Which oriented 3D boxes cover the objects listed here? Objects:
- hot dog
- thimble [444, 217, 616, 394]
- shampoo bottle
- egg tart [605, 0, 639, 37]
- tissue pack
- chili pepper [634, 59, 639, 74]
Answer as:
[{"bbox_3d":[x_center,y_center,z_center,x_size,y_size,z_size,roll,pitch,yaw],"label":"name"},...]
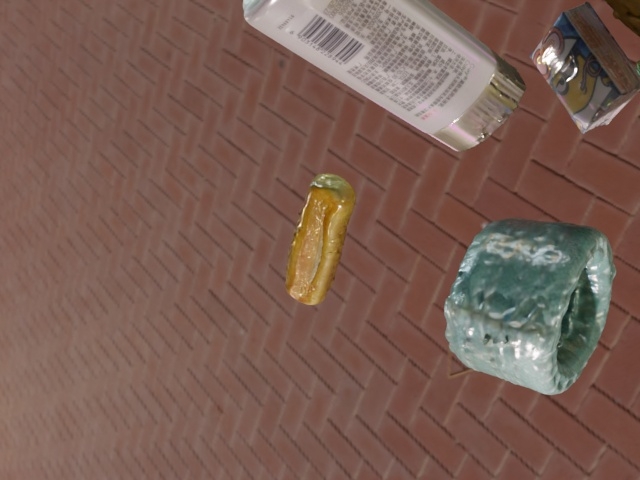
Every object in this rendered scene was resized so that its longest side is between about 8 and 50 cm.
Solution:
[{"bbox_3d":[0.000,0.003,1.111,0.088,0.061,0.286,36,146,9],"label":"hot dog"},{"bbox_3d":[0.255,0.075,0.918,0.143,0.235,0.198,13,115,35],"label":"thimble"},{"bbox_3d":[0.056,-0.149,0.581,0.086,0.227,0.056,-45,36,31],"label":"shampoo bottle"},{"bbox_3d":[0.559,-0.474,1.027,0.443,0.178,0.443,2,106,8],"label":"egg tart"},{"bbox_3d":[0.389,-0.251,1.109,0.155,0.065,0.115,60,160,13],"label":"tissue pack"},{"bbox_3d":[0.679,-0.343,1.486,0.182,0.050,0.073,-170,82,-77],"label":"chili pepper"}]
